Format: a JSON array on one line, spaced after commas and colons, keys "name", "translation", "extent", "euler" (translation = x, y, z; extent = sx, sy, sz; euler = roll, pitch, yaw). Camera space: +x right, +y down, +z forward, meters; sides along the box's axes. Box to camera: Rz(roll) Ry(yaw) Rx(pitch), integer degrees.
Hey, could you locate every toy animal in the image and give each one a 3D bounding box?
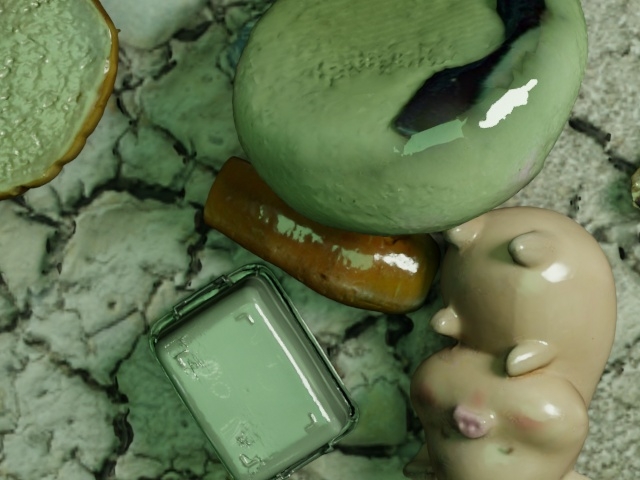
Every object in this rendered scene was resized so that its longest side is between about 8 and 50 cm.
[{"name": "toy animal", "translation": [0.150, 0.095, 1.313], "extent": [0.166, 0.154, 0.250], "euler": [20, 105, 44]}]

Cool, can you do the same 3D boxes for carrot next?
[{"name": "carrot", "translation": [0.000, 0.000, 1.346], "extent": [0.193, 0.087, 0.087], "euler": [20, 94, 1]}]

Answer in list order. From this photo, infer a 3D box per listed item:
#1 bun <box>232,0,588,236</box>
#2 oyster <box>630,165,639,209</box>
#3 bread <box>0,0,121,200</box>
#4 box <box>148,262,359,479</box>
[{"name": "bun", "translation": [0.079, -0.105, 1.276], "extent": [0.283, 0.283, 0.179], "euler": [-26, 132, 3]}, {"name": "oyster", "translation": [0.320, -0.078, 1.347], "extent": [0.103, 0.051, 0.148], "euler": [25, 83, -7]}, {"name": "bread", "translation": [-0.278, -0.143, 1.355], "extent": [0.236, 0.070, 0.236], "euler": [0, 94, 2]}, {"name": "box", "translation": [-0.057, 0.115, 1.349], "extent": [0.124, 0.093, 0.172], "euler": [-33, 92, 3]}]
